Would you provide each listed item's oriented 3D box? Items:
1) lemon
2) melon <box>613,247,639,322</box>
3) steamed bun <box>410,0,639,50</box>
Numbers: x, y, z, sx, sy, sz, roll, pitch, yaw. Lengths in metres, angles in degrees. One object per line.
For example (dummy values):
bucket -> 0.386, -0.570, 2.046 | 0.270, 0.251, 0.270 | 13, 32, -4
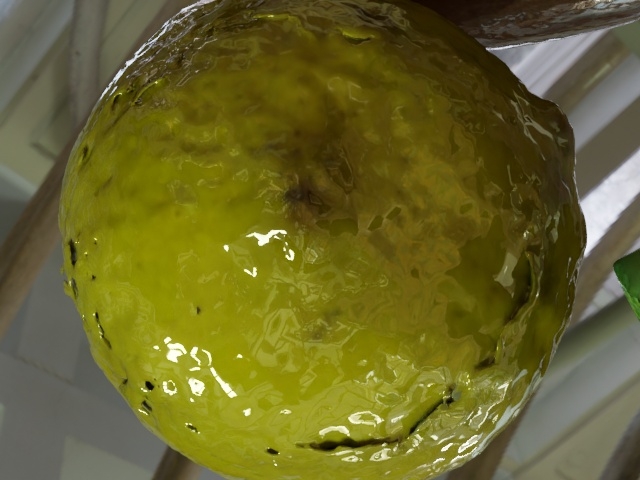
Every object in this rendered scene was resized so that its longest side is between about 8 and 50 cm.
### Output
lemon -> 0.000, 0.000, 0.629 | 0.350, 0.350, 0.387 | 46, 176, 3
melon -> 0.292, 0.096, 0.396 | 0.323, 0.124, 0.196 | 40, 169, -24
steamed bun -> 0.173, -0.308, 0.736 | 0.248, 0.235, 0.379 | 59, -149, -47
